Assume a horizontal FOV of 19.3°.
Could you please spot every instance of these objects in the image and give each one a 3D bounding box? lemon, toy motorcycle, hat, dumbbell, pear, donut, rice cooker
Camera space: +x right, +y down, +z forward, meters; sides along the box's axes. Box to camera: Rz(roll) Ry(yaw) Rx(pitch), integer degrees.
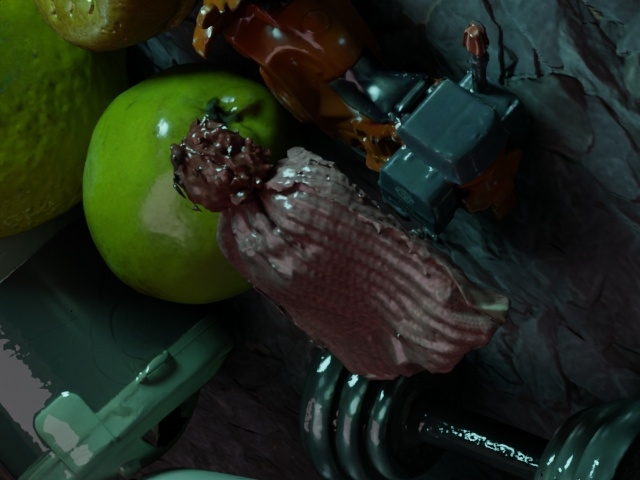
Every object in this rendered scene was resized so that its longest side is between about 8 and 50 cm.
[{"bbox_3d":[-0.318,-0.121,1.765,0.253,0.310,0.253,62,169,21],"label":"lemon"},{"bbox_3d":[0.022,-0.140,1.509,0.326,0.148,0.221,36,166,21],"label":"toy motorcycle"},{"bbox_3d":[0.000,0.000,1.499,0.286,0.107,0.237,40,147,-14],"label":"hat"},{"bbox_3d":[0.152,0.177,1.627,0.406,0.179,0.179,18,135,37],"label":"dumbbell"},{"bbox_3d":[-0.109,-0.048,1.671,0.212,0.212,0.269,44,152,7],"label":"pear"},{"bbox_3d":[-0.182,-0.269,1.590,0.226,0.114,0.226,35,137,40],"label":"donut"},{"bbox_3d":[-0.250,0.114,1.940,0.277,0.288,0.288,49,146,-1],"label":"rice cooker"}]

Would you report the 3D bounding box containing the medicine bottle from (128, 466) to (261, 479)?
[{"bbox_3d":[-0.041,0.335,1.762,0.379,0.213,0.213,2,125,48],"label":"medicine bottle"}]
